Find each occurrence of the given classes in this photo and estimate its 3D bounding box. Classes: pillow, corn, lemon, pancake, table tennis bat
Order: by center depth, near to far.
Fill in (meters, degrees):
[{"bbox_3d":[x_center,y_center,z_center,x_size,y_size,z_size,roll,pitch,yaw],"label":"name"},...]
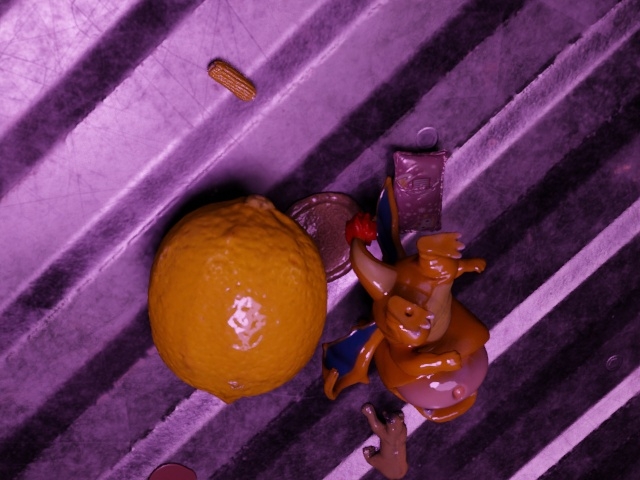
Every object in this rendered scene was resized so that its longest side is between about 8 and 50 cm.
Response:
[{"bbox_3d":[-0.145,-0.263,1.439,0.092,0.037,0.037,37,100,-30],"label":"corn"},{"bbox_3d":[-0.140,0.097,1.468,0.336,0.336,0.336,-8,118,-15],"label":"lemon"},{"bbox_3d":[0.000,-0.001,1.635,0.199,0.021,0.199,-7,117,-15],"label":"pancake"},{"bbox_3d":[0.181,-0.092,1.639,0.118,0.043,0.185,-6,126,-15],"label":"pillow"},{"bbox_3d":[-0.285,0.510,1.804,0.156,0.013,0.087,35,99,-29],"label":"table tennis bat"}]

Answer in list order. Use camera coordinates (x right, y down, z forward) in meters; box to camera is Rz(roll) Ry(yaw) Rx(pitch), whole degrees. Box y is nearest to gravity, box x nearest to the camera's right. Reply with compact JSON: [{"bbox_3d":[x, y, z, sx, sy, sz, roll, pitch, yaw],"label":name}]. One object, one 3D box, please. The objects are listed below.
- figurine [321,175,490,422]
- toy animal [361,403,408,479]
[{"bbox_3d":[0.167,0.122,1.553,0.268,0.401,0.387,1,151,13],"label":"figurine"},{"bbox_3d":[0.151,0.428,1.862,0.103,0.101,0.219,-9,119,-13],"label":"toy animal"}]
